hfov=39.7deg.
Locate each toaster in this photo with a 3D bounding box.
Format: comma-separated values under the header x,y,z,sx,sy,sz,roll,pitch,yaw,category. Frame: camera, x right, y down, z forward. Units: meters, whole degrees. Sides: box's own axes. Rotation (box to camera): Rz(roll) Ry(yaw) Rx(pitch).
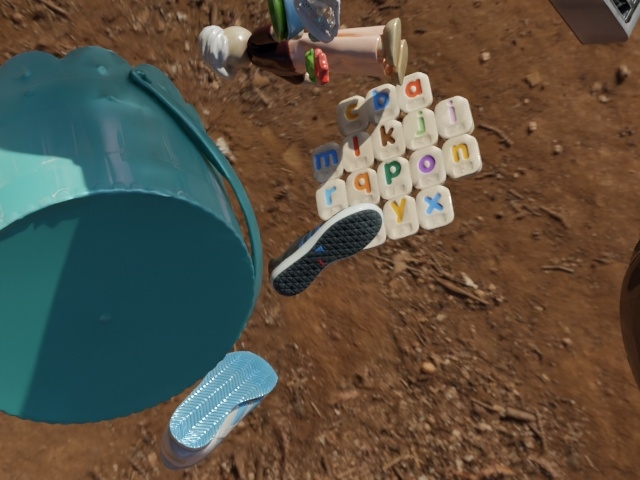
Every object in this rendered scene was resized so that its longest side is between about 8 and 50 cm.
x,y,z,sx,sy,sz,roll,pitch,yaw,category
0.421,-0.410,1.318,0.186,0.110,0.168,36,78,-39,toaster

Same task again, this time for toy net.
x,y,z,sx,sy,sz,roll,pitch,yaw,category
-0.016,-0.220,0.909,0.045,0.232,0.122,-11,99,-7,toy net

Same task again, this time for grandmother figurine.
x,y,z,sx,sy,sz,roll,pitch,yaw,category
-0.035,-0.306,1.438,0.342,0.208,0.104,6,66,15,grandmother figurine

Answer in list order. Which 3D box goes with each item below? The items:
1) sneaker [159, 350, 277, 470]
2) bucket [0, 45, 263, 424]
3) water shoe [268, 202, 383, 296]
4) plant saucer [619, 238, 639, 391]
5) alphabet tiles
x,y,z,sx,sy,sz,roll,pitch,yaw,category
-0.150,0.240,1.275,0.087,0.229,0.092,42,129,11,sneaker
-0.191,0.004,0.731,0.281,0.183,0.281,-14,134,-15,bucket
0.000,0.000,1.350,0.203,0.080,0.073,-36,121,3,water shoe
0.316,0.106,0.669,0.041,0.278,0.277,-22,98,-12,plant saucer
0.118,-0.129,1.440,0.284,0.021,0.278,-18,66,23,alphabet tiles
